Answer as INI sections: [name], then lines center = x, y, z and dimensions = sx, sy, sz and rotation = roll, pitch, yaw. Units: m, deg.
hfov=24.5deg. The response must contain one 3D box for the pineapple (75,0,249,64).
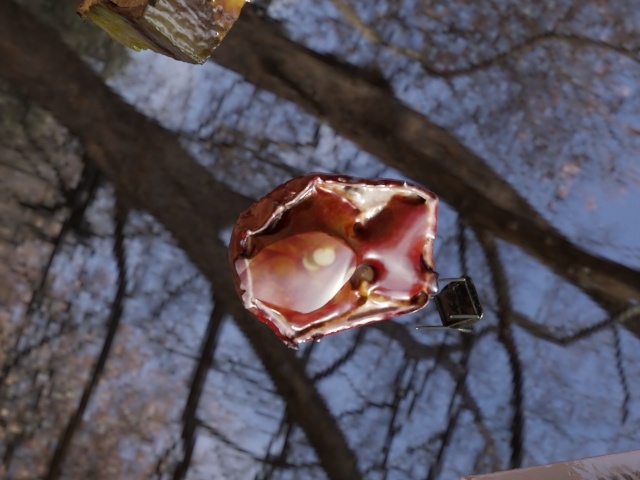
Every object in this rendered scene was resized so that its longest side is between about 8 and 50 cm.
[pineapple]
center = -0.119, -0.234, 1.278
dimensions = 0.236, 0.114, 0.186
rotation = -43, -150, 28

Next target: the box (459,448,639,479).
[box]
center = 0.211, 0.280, 1.164
dimensions = 0.116, 0.274, 0.203
rotation = 48, -51, 42

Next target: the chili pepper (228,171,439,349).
[chili pepper]
center = 0.000, 0.000, 1.099
dimensions = 0.144, 0.136, 0.252
rotation = -50, -170, -2

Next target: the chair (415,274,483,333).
[chair]
center = 0.104, 0.048, 1.107
dimensions = 0.042, 0.086, 0.037
rotation = -26, -106, 31
